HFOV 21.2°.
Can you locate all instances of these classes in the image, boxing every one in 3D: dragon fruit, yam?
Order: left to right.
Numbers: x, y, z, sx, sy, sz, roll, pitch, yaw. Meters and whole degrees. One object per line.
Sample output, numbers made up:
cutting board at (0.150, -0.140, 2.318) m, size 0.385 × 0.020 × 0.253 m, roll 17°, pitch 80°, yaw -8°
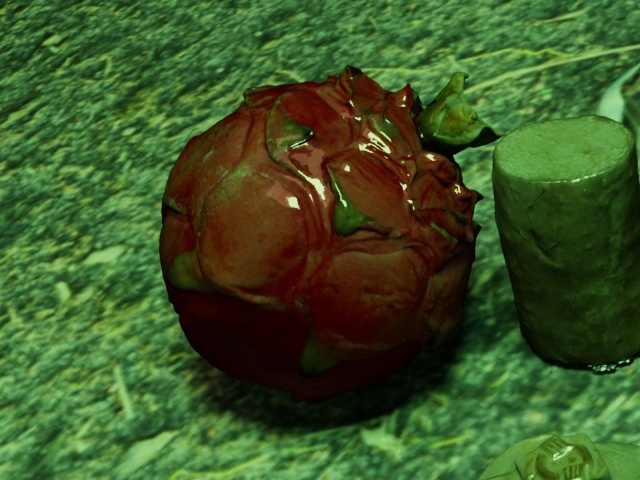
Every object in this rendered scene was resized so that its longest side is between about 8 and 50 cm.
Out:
dragon fruit at (0.000, 0.000, 0.920) m, size 0.209 × 0.172 × 0.172 m, roll -35°, pitch 22°, yaw 39°
yam at (0.133, -0.001, 0.886) m, size 0.084 × 0.127 × 0.084 m, roll -11°, pitch 35°, yaw 8°

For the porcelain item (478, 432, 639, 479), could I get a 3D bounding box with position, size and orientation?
porcelain item at (0.115, 0.121, 0.791) m, size 0.213 × 0.054 × 0.084 m, roll -22°, pitch 36°, yaw -3°
